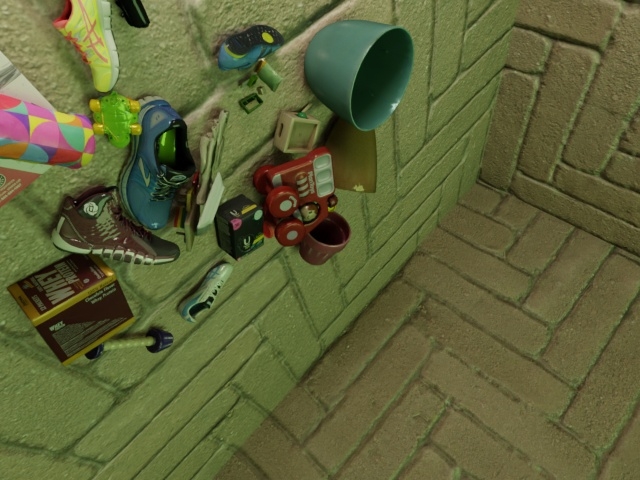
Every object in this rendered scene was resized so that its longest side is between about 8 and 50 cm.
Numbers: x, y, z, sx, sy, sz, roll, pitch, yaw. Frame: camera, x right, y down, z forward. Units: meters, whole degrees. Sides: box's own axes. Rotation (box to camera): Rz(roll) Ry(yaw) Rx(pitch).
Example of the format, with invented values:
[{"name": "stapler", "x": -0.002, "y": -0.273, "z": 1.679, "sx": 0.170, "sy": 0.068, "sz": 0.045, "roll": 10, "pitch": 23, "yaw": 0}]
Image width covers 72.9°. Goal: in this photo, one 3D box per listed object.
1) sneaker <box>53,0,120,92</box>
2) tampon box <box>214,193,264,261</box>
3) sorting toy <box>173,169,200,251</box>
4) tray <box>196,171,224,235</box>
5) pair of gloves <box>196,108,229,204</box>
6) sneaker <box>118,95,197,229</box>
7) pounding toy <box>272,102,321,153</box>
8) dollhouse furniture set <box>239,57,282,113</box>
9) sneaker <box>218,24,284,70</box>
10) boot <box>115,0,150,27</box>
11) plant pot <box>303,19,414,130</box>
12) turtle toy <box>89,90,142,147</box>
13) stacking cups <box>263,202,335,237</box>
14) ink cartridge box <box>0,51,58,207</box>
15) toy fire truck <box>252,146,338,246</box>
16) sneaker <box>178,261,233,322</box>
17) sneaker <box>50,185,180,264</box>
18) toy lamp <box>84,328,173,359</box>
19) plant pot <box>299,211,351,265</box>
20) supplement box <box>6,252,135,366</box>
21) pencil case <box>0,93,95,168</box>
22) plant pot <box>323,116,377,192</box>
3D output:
[{"name": "sneaker", "x": -0.430, "y": -0.374, "z": 0.787, "sx": 0.094, "sy": 0.082, "sz": 0.208, "roll": -23, "pitch": 132, "yaw": -35}, {"name": "tampon box", "x": -0.257, "y": -0.041, "z": 1.380, "sx": 0.120, "sy": 0.102, "sz": 0.160, "roll": -36, "pitch": 146, "yaw": -34}, {"name": "sorting toy", "x": -0.355, "y": -0.065, "z": 1.150, "sx": 0.274, "sy": 0.047, "sz": 0.132, "roll": 112, "pitch": -16, "yaw": -54}, {"name": "tray", "x": -0.284, "y": -0.082, "z": 1.128, "sx": 0.270, "sy": 0.030, "sz": 0.145, "roll": 168, "pitch": -59, "yaw": -74}, {"name": "pair of gloves", "x": -0.278, "y": -0.217, "z": 1.089, "sx": 0.240, "sy": 0.042, "sz": 0.204, "roll": -97, "pitch": -158, "yaw": -62}, {"name": "sneaker", "x": -0.379, "y": -0.156, "z": 1.017, "sx": 0.130, "sy": 0.147, "sz": 0.329, "roll": -23, "pitch": 140, "yaw": -45}, {"name": "pounding toy", "x": -0.071, "y": -0.356, "z": 1.360, "sx": 0.130, "sy": 0.100, "sz": 0.141, "roll": -5, "pitch": 124, "yaw": -39}, {"name": "dollhouse furniture set", "x": -0.165, "y": -0.398, "z": 1.132, "sx": 0.058, "sy": 0.076, "sz": 0.152, "roll": -44, "pitch": -174, "yaw": -28}, {"name": "sneaker", "x": -0.177, "y": -0.479, "z": 1.088, "sx": 0.209, "sy": 0.069, "sz": 0.082, "roll": -42, "pitch": -177, "yaw": -40}, {"name": "boot", "x": -0.343, "y": -0.443, "z": 0.796, "sx": 0.045, "sy": 0.121, "sz": 0.099, "roll": -39, "pitch": 142, "yaw": -24}, {"name": "plant pot", "x": 0.095, "y": -0.508, "z": 1.283, "sx": 0.293, "sy": 0.235, "sz": 0.292, "roll": -38, "pitch": 148, "yaw": -29}, {"name": "turtle toy", "x": -0.430, "y": -0.253, "z": 0.915, "sx": 0.095, "sy": 0.066, "sz": 0.130, "roll": -5, "pitch": 129, "yaw": -23}, {"name": "stacking cups", "x": -0.077, "y": -0.097, "z": 1.611, "sx": 0.316, "sy": 0.096, "sz": 0.095, "roll": -30, "pitch": 143, "yaw": -39}, {"name": "ink cartridge box", "x": -0.571, "y": -0.212, "z": 0.685, "sx": 0.207, "sy": 0.117, "sz": 0.283, "roll": -47, "pitch": 151, "yaw": -15}, {"name": "toy fire truck", "x": -0.062, "y": -0.136, "z": 1.411, "sx": 0.254, "sy": 0.169, "sz": 0.302, "roll": -22, "pitch": 135, "yaw": -12}, {"name": "sneaker", "x": -0.372, "y": 0.175, "z": 1.455, "sx": 0.237, "sy": 0.086, "sz": 0.085, "roll": -50, "pitch": 150, "yaw": -13}, {"name": "sneaker", "x": -0.454, "y": -0.040, "z": 1.010, "sx": 0.282, "sy": 0.106, "sz": 0.162, "roll": 10, "pitch": 104, "yaw": -35}, {"name": "toy lamp", "x": -0.565, "y": 0.310, "z": 1.308, "sx": 0.275, "sy": 0.080, "sz": 0.080, "roll": 11, "pitch": 110, "yaw": -59}, {"name": "plant pot", "x": 0.000, "y": 0.000, "z": 1.755, "sx": 0.201, "sy": 0.201, "sz": 0.180, "roll": -30, "pitch": 158, "yaw": -40}, {"name": "supplement box", "x": -0.588, "y": 0.157, "z": 1.046, "sx": 0.191, "sy": 0.129, "sz": 0.194, "roll": -36, "pitch": 147, "yaw": -32}, {"name": "pencil case", "x": -0.471, "y": -0.171, "z": 0.659, "sx": 0.236, "sy": 0.105, "sz": 0.104, "roll": 0, "pitch": 120, "yaw": -61}, {"name": "plant pot", "x": 0.106, "y": -0.316, "z": 1.554, "sx": 0.237, "sy": 0.237, "sz": 0.253, "roll": -11, "pitch": 115, "yaw": -53}]
